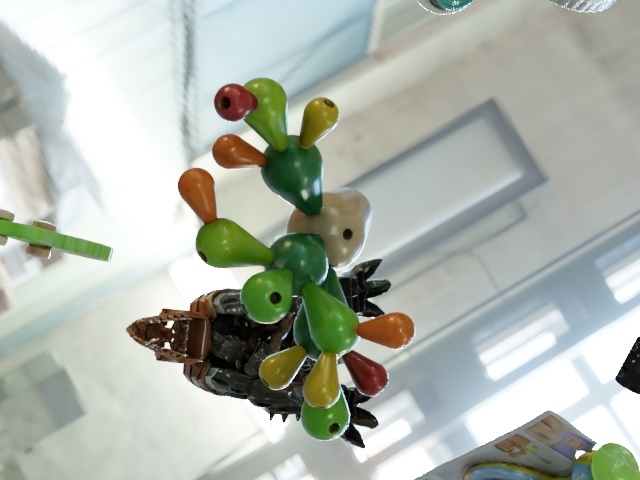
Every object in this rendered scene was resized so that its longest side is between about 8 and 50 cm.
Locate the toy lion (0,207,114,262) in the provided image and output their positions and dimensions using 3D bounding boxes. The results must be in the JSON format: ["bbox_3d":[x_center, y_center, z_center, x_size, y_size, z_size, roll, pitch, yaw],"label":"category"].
[{"bbox_3d":[-0.241,0.001,1.386,0.096,0.034,0.100,11,-5,31],"label":"toy lion"}]

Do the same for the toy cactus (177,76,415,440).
[{"bbox_3d":[0.000,0.000,0.903,0.219,0.112,0.180,68,21,-10],"label":"toy cactus"}]

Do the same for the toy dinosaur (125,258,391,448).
[{"bbox_3d":[-0.060,0.106,1.418,0.218,0.322,0.164,3,-74,33],"label":"toy dinosaur"}]

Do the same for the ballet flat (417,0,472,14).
[{"bbox_3d":[0.107,-0.475,1.903,0.139,0.139,0.400,40,-30,56],"label":"ballet flat"}]

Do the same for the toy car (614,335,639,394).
[{"bbox_3d":[0.346,0.123,1.454,0.122,0.040,0.060,12,-68,20],"label":"toy car"}]

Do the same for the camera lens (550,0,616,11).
[{"bbox_3d":[0.353,-0.434,1.811,0.219,0.219,0.274,57,-43,16],"label":"camera lens"}]

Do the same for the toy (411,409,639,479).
[{"bbox_3d":[0.171,0.219,1.229,0.137,0.056,0.237,33,-34,-8],"label":"toy"}]
